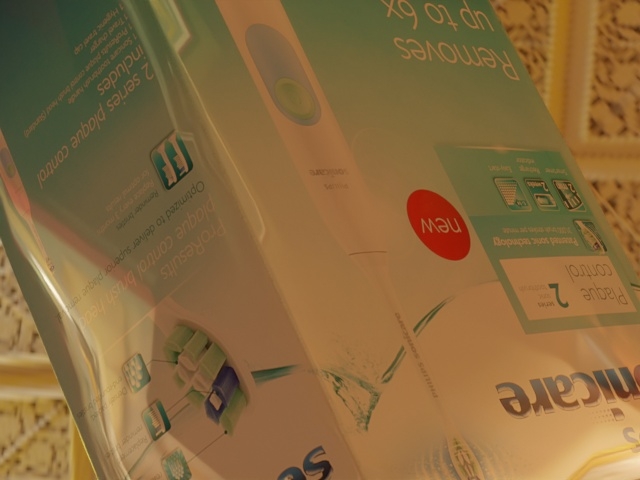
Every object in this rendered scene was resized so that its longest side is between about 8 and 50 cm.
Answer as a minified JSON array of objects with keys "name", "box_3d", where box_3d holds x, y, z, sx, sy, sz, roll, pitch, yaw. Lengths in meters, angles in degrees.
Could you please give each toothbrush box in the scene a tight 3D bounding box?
[{"name":"toothbrush box","box_3d":[0.000,0.000,0.744,0.216,0.295,0.126,-1,-30,-47]}]
